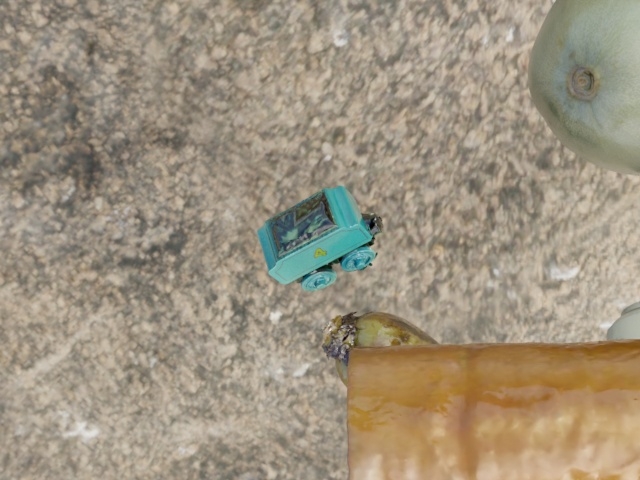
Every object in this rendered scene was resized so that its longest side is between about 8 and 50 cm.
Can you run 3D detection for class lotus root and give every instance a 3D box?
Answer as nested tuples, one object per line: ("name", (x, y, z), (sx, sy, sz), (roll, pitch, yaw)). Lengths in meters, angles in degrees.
("lotus root", (0.140, 0.232, 1.250), (0.314, 0.141, 0.169), (31, 114, 1))

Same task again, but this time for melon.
("melon", (0.363, -0.192, 0.731), (0.272, 0.308, 0.271), (5, 103, 23))

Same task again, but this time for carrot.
("carrot", (0.152, 0.161, 0.525), (0.254, 0.196, 0.196), (-9, 113, 12))

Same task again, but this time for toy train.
("toy train", (0.000, 0.000, 1.098), (0.198, 0.107, 0.154), (-28, 148, 13))

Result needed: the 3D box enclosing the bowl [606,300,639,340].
("bowl", (0.686, 0.195, 1.375), (0.238, 0.126, 0.237), (-1, 151, -1))
